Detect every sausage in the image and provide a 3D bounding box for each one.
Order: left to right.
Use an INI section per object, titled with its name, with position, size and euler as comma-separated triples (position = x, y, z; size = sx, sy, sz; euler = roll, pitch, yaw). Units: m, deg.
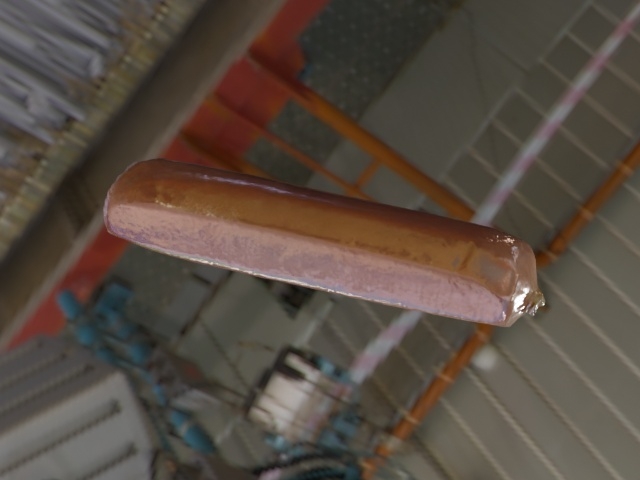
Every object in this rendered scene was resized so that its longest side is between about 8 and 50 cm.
[sausage]
position = 0.000, 0.000, 0.529
size = 0.147, 0.035, 0.030
euler = 11, -143, 14
